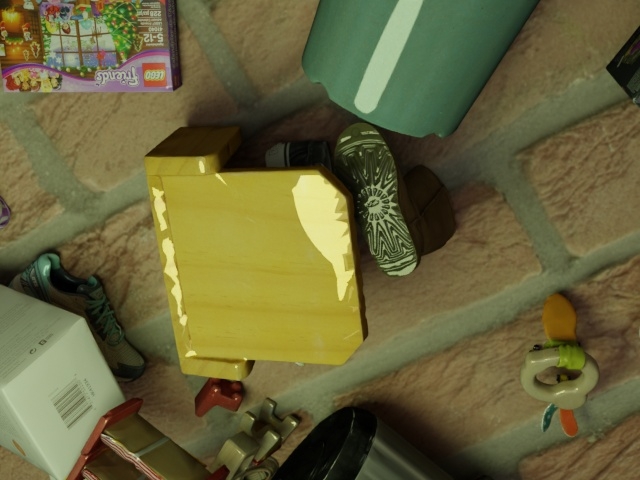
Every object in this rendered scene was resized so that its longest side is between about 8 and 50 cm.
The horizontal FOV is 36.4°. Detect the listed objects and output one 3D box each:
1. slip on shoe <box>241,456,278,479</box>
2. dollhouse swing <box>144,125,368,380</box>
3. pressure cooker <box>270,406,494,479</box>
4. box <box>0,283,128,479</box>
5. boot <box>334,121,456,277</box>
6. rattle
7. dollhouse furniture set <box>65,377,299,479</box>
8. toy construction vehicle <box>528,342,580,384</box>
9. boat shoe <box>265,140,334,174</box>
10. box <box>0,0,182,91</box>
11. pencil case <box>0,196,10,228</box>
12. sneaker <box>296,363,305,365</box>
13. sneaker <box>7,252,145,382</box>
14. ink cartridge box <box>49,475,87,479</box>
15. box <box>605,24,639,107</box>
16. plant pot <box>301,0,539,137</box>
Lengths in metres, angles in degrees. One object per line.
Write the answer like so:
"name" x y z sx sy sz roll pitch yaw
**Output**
"slip on shoe" -0.138 0.447 1.803 0.135 0.041 0.051 -30 101 18
"dollhouse swing" -0.079 0.005 1.503 0.304 0.315 0.347 -5 107 8
"pressure cooker" 0.109 0.528 1.624 0.420 0.375 0.370 40 125 -5
"box" -0.509 0.215 1.609 0.345 0.168 0.215 15 136 39
"boot" 0.118 -0.077 1.464 0.089 0.269 0.236 -12 99 22
"rattle" 0.389 0.212 1.610 0.130 0.143 0.200 -24 133 5
"dollhouse furniture set" -0.220 0.353 1.626 0.201 0.374 0.152 36 109 14
"toy construction vehicle" 0.391 0.212 1.641 0.085 0.035 0.098 3 102 7
"boat shoe" 0.000 0.000 1.585 0.119 0.121 0.335 -9 105 15
"box" -0.376 -0.342 1.566 0.293 0.057 0.201 1 109 9
"pencil case" -0.642 -0.011 1.708 0.206 0.088 0.086 -34 102 17
"sneaker" -0.055 0.186 1.710 0.083 0.031 0.035 33 97 -7
"sneaker" -0.413 0.136 1.710 0.283 0.110 0.122 39 107 -5
"ink cartridge box" -0.452 0.421 1.836 0.109 0.062 0.209 -5 108 11
"box" 0.516 -0.227 1.341 0.165 0.270 0.143 35 111 -3
"plant pot" 0.147 -0.347 1.352 0.341 0.341 0.334 26 119 0
